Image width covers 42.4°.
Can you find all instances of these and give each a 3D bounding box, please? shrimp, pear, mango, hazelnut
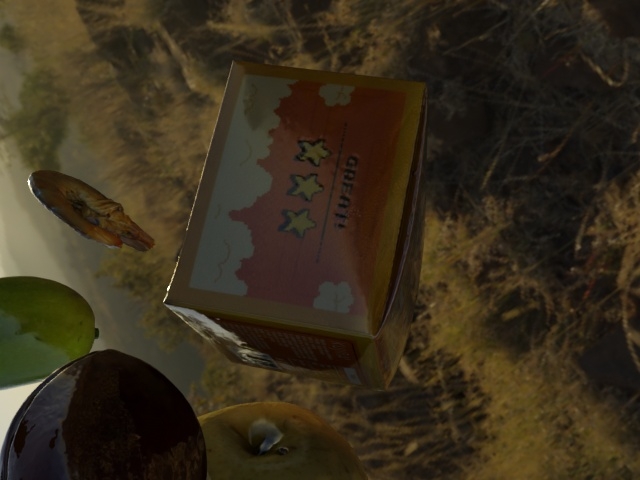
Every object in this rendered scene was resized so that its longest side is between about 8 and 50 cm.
[{"bbox_3d":[-0.232,-0.024,0.866,0.162,0.045,0.095,35,178,-35],"label":"shrimp"},{"bbox_3d":[-0.082,0.353,0.996,0.309,0.309,0.309,47,158,26],"label":"pear"},{"bbox_3d":[-0.512,0.149,1.235,0.192,0.343,0.156,89,166,-51],"label":"mango"},{"bbox_3d":[-0.206,0.206,0.776,0.208,0.208,0.208,47,158,26],"label":"hazelnut"}]

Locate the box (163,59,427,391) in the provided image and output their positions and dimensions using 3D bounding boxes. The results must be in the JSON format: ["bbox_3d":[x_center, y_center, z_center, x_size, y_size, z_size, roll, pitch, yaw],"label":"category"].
[{"bbox_3d":[0.000,0.000,0.877,0.214,0.259,0.283,11,163,10],"label":"box"}]
